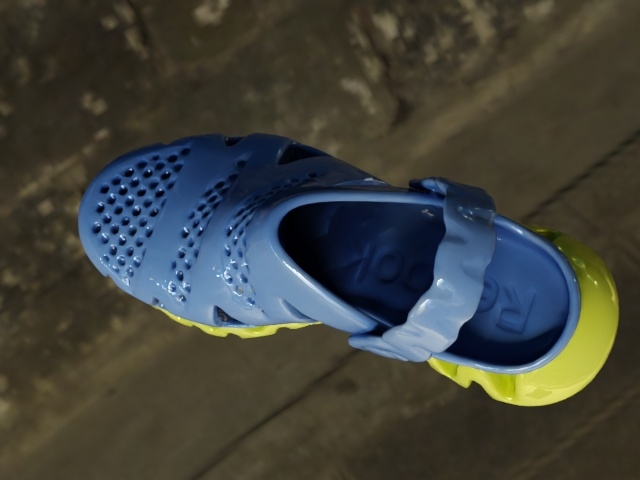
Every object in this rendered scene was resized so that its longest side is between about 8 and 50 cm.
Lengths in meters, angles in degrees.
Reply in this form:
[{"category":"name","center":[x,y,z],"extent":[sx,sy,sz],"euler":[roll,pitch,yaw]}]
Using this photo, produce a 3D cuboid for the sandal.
[{"category":"sandal","center":[0.000,0.000,0.961],"extent":[0.317,0.138,0.126],"euler":[9,81,24]}]
